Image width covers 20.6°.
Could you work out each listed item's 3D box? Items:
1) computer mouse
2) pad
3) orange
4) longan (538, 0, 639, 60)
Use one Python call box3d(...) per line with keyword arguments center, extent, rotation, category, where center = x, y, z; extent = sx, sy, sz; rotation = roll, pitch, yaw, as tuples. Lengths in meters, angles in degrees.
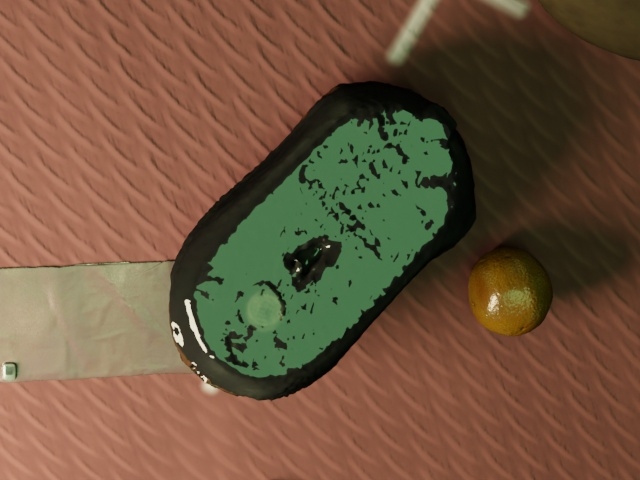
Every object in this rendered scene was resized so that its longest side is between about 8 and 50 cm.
box3d(center=(-0.001, 0.000, 1.572), extent=(0.323, 0.116, 0.183), rotation=(-45, 102, 0), category="computer mouse")
box3d(center=(-0.208, 0.076, 1.631), extent=(0.187, 0.006, 0.113), rotation=(-2, 105, -5), category="pad")
box3d(center=(0.174, 0.047, 1.624), extent=(0.085, 0.085, 0.085), rotation=(-1, 106, -5), category="orange")
box3d(center=(0.293, -0.287, 1.439), extent=(0.297, 0.297, 0.297), rotation=(-1, 106, -5), category="longan")
